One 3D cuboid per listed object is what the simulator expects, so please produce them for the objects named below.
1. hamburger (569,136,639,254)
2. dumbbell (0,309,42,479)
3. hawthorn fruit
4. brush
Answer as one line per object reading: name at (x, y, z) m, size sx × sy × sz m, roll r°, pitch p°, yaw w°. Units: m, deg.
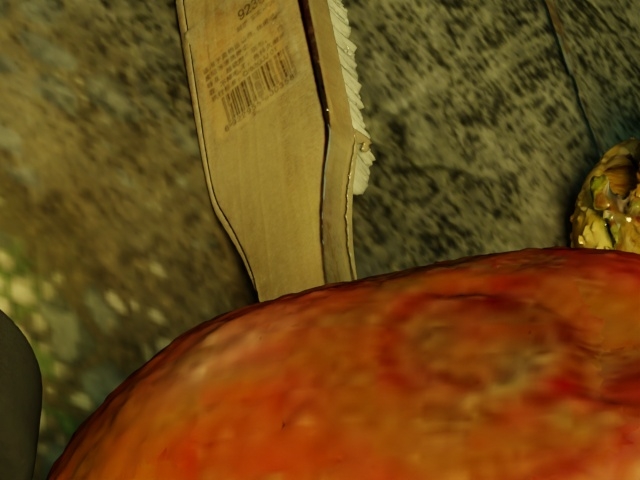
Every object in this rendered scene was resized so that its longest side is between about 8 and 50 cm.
hamburger at (0.217, 0.003, 0.913) m, size 0.182 × 0.118 × 0.191 m, roll 48°, pitch 35°, yaw -12°
dumbbell at (-0.121, 0.100, 0.399) m, size 0.100 × 0.100 × 0.191 m, roll 32°, pitch 37°, yaw -29°
hawthorn fruit at (0.053, 0.101, 0.462) m, size 0.224 × 0.261 × 0.224 m, roll 48°, pitch 24°, yaw -30°
brush at (0.000, 0.000, 0.696) m, size 0.065 × 0.070 × 0.327 m, roll 34°, pitch 36°, yaw -44°
